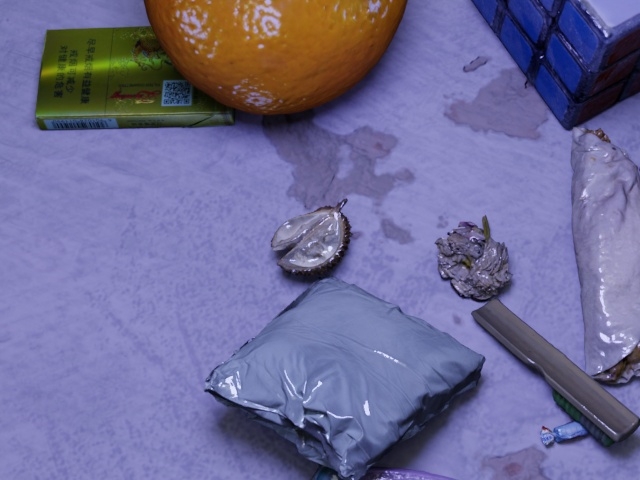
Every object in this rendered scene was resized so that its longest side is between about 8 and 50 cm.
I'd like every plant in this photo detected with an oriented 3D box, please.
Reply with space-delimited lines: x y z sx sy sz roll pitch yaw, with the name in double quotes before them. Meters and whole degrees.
"plant" 0.228 0.019 1.910 0.116 0.104 0.122 53 43 -11

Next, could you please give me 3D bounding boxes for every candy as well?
"candy" 0.340 0.258 1.803 0.083 0.020 0.030 -16 73 -8

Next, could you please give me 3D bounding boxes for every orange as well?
"orange" -0.057 -0.395 1.931 0.326 0.424 0.424 -3 56 47

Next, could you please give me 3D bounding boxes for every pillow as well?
"pillow" 0.026 0.177 1.777 0.283 0.138 0.310 31 44 26

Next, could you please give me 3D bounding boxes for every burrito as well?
"burrito" 0.420 0.014 1.888 0.117 0.076 0.392 1 66 -2

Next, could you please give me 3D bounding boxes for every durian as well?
"durian" -0.001 -0.001 1.926 0.140 0.071 0.110 -47 64 -3

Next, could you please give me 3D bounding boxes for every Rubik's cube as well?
"Rubik's cube" 0.424 -0.401 1.943 0.303 0.305 0.301 -29 74 -12

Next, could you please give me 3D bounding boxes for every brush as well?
"brush" 0.321 0.181 1.823 0.054 0.048 0.282 -28 54 -29

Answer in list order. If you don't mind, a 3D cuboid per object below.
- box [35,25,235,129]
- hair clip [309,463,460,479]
"box" -0.288 -0.259 2.087 0.311 0.043 0.173 -2 64 4
"hair clip" 0.150 0.372 1.731 0.358 0.095 0.110 20 50 10
